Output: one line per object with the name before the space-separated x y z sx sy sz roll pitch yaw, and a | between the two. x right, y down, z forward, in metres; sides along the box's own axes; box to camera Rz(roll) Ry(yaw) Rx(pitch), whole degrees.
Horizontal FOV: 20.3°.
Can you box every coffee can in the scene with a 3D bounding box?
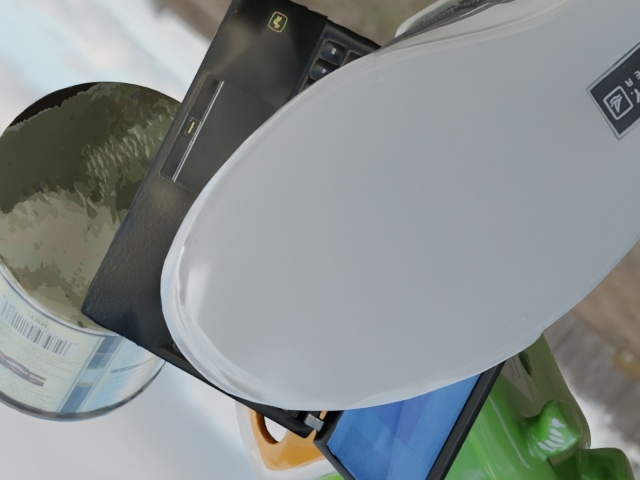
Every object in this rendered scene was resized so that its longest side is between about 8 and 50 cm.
coffee can | -0.187 0.017 1.446 0.201 0.201 0.275 39 155 -1

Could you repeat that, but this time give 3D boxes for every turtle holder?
turtle holder | 0.079 0.114 1.300 0.243 0.227 0.320 66 -165 4

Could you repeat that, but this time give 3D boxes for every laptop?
laptop | 0.000 0.000 1.017 0.264 0.234 0.136 28 -175 13

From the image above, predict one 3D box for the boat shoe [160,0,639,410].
boat shoe | 0.064 -0.043 0.626 0.108 0.301 0.102 56 158 -11
